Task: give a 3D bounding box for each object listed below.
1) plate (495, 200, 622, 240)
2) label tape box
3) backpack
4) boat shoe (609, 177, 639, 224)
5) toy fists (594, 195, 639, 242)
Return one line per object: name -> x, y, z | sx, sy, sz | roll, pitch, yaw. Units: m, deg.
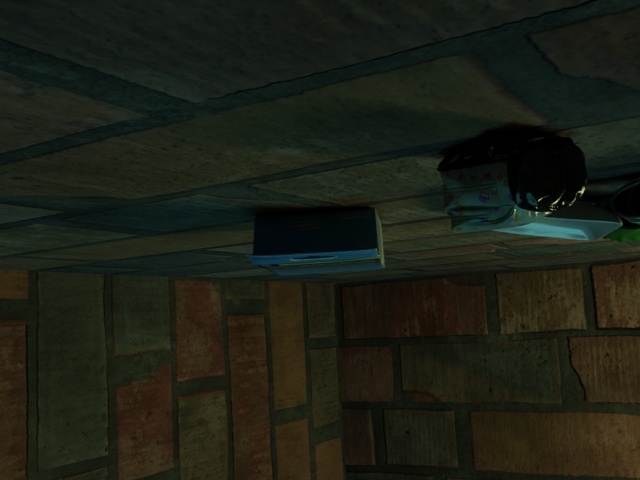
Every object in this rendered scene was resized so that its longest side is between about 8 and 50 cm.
plate -> 0.414, -0.046, 1.421 | 0.278, 0.045, 0.277 | 7, 175, 11
label tape box -> 0.000, 0.000, 1.517 | 0.249, 0.115, 0.347 | -4, 171, 7
backpack -> 0.240, -0.072, 0.979 | 0.152, 0.115, 0.182 | -1, 176, -36
boat shoe -> 0.613, -0.070, 1.172 | 0.099, 0.116, 0.319 | -4, 180, -30
toy fists -> 0.687, -0.049, 1.492 | 0.279, 0.096, 0.142 | -3, 163, 15
